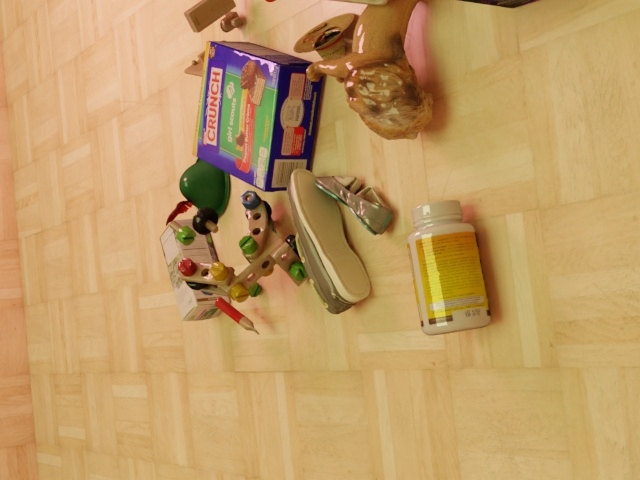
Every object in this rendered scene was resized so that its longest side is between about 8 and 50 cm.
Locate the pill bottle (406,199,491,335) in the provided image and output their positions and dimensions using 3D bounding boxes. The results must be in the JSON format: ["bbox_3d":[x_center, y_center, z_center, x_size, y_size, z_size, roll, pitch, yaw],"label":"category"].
[{"bbox_3d":[0.210,0.046,1.574,0.117,0.117,0.215,-19,77,53],"label":"pill bottle"}]

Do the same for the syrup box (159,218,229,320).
[{"bbox_3d":[-0.310,0.071,2.313,0.093,0.096,0.237,-45,58,48],"label":"syrup box"}]

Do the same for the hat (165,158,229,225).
[{"bbox_3d":[-0.333,-0.131,2.253,0.208,0.183,0.173,9,99,54],"label":"hat"}]

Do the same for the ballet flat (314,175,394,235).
[{"bbox_3d":[0.069,-0.084,1.817,0.068,0.072,0.213,-53,47,6],"label":"ballet flat"}]

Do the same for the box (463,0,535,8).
[{"bbox_3d":[0.241,-0.435,1.362,0.165,0.270,0.144,-5,89,54],"label":"box"}]

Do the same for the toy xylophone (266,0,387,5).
[{"bbox_3d":[0.037,-0.515,1.648,0.322,0.081,0.236,8,74,38],"label":"toy xylophone"}]

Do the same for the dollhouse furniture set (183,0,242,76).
[{"bbox_3d":[-0.263,-0.480,2.166,0.123,0.144,0.151,22,146,52],"label":"dollhouse furniture set"}]

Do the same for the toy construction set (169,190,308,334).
[{"bbox_3d":[-0.142,0.078,2.009,0.237,0.257,0.309,35,141,33],"label":"toy construction set"}]

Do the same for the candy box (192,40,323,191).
[{"bbox_3d":[-0.142,-0.275,2.032,0.317,0.122,0.268,29,116,51],"label":"candy box"}]

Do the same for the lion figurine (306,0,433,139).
[{"bbox_3d":[0.111,-0.377,1.664,0.240,0.142,0.393,12,99,46],"label":"lion figurine"}]

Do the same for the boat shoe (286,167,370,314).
[{"bbox_3d":[-0.003,0.000,1.874,0.091,0.109,0.305,-42,63,41],"label":"boat shoe"}]

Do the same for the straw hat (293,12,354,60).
[{"bbox_3d":[0.020,-0.382,1.845,0.144,0.144,0.061,8,137,54],"label":"straw hat"}]
